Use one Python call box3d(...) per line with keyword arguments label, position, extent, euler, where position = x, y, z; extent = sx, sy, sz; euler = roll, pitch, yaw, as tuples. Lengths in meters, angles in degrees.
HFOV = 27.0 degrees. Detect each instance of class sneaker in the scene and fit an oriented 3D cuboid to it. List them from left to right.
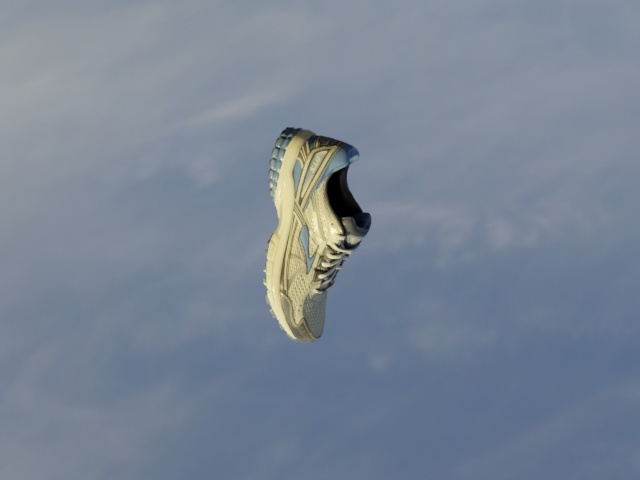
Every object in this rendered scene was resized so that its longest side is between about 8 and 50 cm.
box3d(label="sneaker", position=(0.000, 0.000, 0.816), extent=(0.058, 0.135, 0.052), euler=(6, -163, 22))
